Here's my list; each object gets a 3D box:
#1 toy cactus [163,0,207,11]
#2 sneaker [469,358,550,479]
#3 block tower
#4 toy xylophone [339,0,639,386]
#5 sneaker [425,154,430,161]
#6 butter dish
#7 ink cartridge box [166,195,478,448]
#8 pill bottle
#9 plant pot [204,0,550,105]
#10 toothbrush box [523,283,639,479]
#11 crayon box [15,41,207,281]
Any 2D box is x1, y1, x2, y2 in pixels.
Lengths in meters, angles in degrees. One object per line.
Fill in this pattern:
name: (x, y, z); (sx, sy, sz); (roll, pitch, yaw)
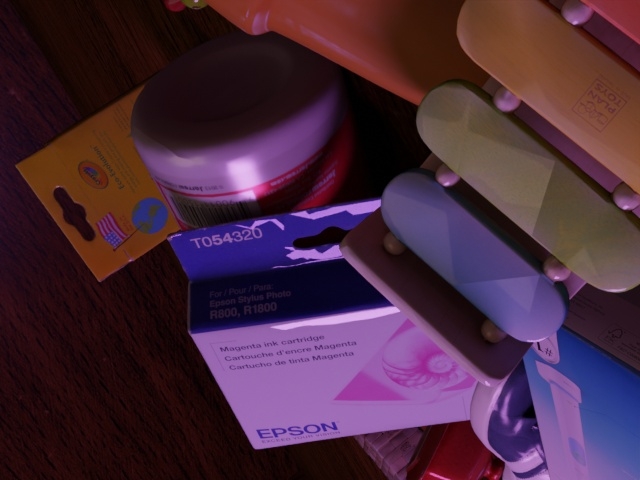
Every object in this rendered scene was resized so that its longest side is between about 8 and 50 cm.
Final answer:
toy cactus: (-0.065, -0.283, 0.644); (0.112, 0.219, 0.180); (17, -174, -32)
sneaker: (0.258, 0.217, 0.850); (0.148, 0.131, 0.350); (30, 158, 40)
block tower: (0.114, 0.347, 1.547); (0.335, 0.091, 0.097); (48, 163, 22)
toy xylophone: (0.164, -0.055, 0.389); (0.236, 0.081, 0.322); (35, 122, 14)
sneaker: (0.128, -0.008, 0.632); (0.108, 0.100, 0.271); (13, -170, 17)
butter dish: (0.197, 0.296, 1.162); (0.118, 0.160, 0.160); (27, 158, 8)
ink cartridge box: (0.039, 0.098, 0.886); (0.330, 0.324, 0.071); (70, -167, -46)
pill bottle: (-0.039, -0.020, 0.980); (0.229, 0.229, 0.407); (38, 157, 44)
plant pot: (0.050, -0.179, 0.510); (0.188, 0.205, 0.205); (39, 164, -4)
toothbrush box: (0.278, 0.149, 0.623); (0.216, 0.126, 0.295); (35, 155, 46)
crayon box: (-0.242, -0.114, 1.193); (0.202, 0.318, 0.081); (59, 163, -15)
